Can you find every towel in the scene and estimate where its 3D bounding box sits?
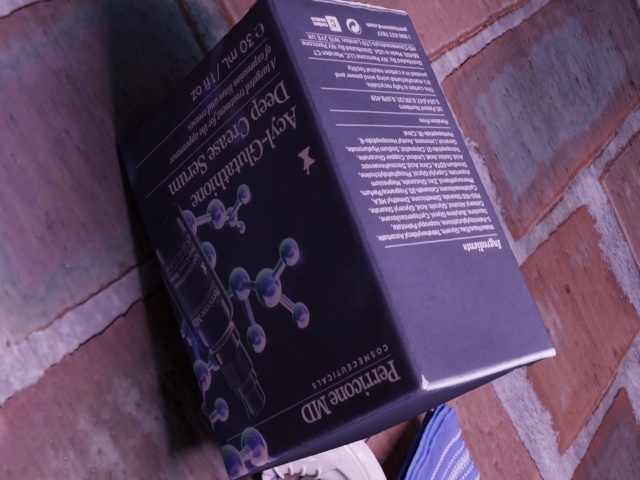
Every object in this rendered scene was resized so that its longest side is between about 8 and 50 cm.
[{"bbox_3d":[0.189,0.403,1.207,0.336,0.040,0.243,63,32,-14],"label":"towel"}]

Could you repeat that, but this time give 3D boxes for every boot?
[{"bbox_3d":[-0.034,0.245,1.097,0.258,0.095,0.123,51,55,-12],"label":"boot"}]

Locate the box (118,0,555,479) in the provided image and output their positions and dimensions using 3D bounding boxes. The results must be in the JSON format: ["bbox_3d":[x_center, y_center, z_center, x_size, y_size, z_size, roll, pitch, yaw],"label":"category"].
[{"bbox_3d":[0.000,0.000,0.974,0.212,0.293,0.396,-6,69,-45],"label":"box"}]
